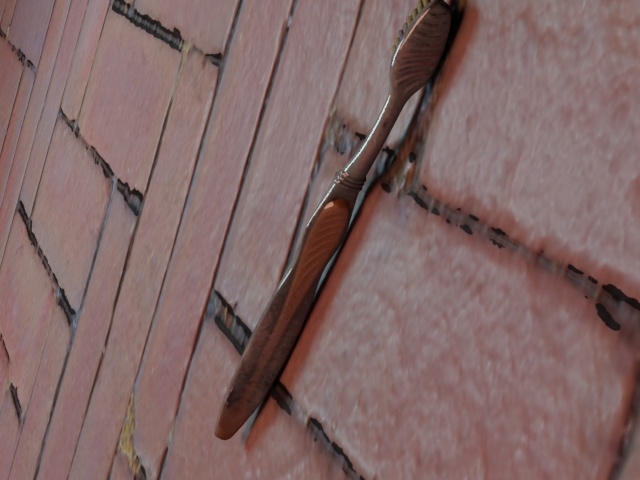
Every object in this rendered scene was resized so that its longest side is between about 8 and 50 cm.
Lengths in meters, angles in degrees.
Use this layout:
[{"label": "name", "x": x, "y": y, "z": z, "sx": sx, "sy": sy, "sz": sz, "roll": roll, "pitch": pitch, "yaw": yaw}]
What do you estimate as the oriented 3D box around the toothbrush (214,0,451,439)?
[{"label": "toothbrush", "x": 0.000, "y": 0.000, "z": 1.021, "sx": 0.037, "sy": 0.028, "sz": 0.375, "roll": -94, "pitch": 25, "yaw": -54}]
